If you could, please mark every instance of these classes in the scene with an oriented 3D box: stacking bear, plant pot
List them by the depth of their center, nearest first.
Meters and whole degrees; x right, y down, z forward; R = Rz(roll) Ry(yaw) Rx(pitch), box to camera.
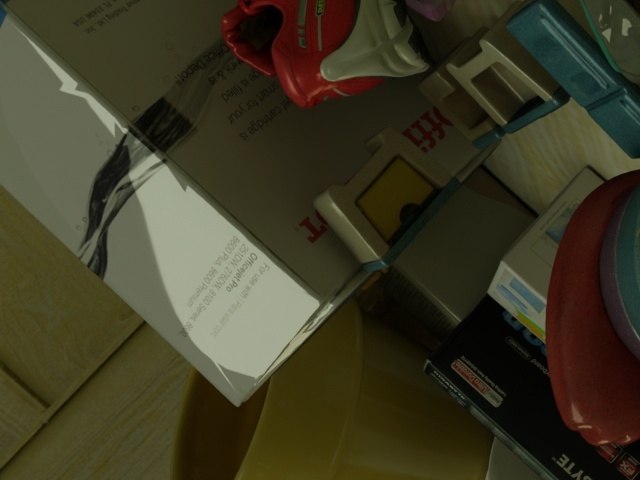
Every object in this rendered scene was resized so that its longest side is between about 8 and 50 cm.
[{"bbox_3d":[0.255,0.011,0.772,0.289,0.175,0.164,154,107,-68],"label":"stacking bear"},{"bbox_3d":[0.017,0.169,1.366,0.239,0.254,0.254,19,178,-20],"label":"plant pot"}]

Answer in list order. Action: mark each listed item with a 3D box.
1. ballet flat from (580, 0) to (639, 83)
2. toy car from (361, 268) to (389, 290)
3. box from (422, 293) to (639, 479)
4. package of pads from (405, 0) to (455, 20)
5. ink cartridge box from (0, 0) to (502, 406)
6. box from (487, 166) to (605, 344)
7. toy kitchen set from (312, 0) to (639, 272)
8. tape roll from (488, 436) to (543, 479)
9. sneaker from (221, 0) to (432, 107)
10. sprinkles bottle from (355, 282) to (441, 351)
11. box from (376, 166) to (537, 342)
[{"bbox_3d":[0.143,-0.169,0.761,0.068,0.072,0.213,-9,133,43],"label":"ballet flat"},{"bbox_3d":[0.000,0.000,1.331,0.122,0.040,0.060,36,166,39],"label":"toy car"},{"bbox_3d":[0.224,0.115,1.249,0.220,0.175,0.051,43,170,9],"label":"box"},{"bbox_3d":[0.065,-0.191,1.021,0.050,0.032,0.083,37,168,26],"label":"package of pads"},{"bbox_3d":[-0.096,-0.111,1.160,0.395,0.285,0.166,43,135,5],"label":"ink cartridge box"},{"bbox_3d":[0.241,0.059,1.150,0.203,0.103,0.114,42,170,11],"label":"box"},{"bbox_3d":[0.112,-0.053,0.945,0.122,0.166,0.207,44,162,-6],"label":"toy kitchen set"},{"bbox_3d":[0.275,0.232,1.336,0.246,0.246,0.169,40,170,21],"label":"tape roll"},{"bbox_3d":[-0.017,-0.173,1.036,0.107,0.118,0.279,64,-179,-27],"label":"sneaker"},{"bbox_3d":[0.164,0.136,1.551,0.355,0.121,0.121,36,174,-23],"label":"sprinkles bottle"},{"bbox_3d":[0.087,-0.022,1.372,0.311,0.121,0.148,43,170,3],"label":"box"}]
